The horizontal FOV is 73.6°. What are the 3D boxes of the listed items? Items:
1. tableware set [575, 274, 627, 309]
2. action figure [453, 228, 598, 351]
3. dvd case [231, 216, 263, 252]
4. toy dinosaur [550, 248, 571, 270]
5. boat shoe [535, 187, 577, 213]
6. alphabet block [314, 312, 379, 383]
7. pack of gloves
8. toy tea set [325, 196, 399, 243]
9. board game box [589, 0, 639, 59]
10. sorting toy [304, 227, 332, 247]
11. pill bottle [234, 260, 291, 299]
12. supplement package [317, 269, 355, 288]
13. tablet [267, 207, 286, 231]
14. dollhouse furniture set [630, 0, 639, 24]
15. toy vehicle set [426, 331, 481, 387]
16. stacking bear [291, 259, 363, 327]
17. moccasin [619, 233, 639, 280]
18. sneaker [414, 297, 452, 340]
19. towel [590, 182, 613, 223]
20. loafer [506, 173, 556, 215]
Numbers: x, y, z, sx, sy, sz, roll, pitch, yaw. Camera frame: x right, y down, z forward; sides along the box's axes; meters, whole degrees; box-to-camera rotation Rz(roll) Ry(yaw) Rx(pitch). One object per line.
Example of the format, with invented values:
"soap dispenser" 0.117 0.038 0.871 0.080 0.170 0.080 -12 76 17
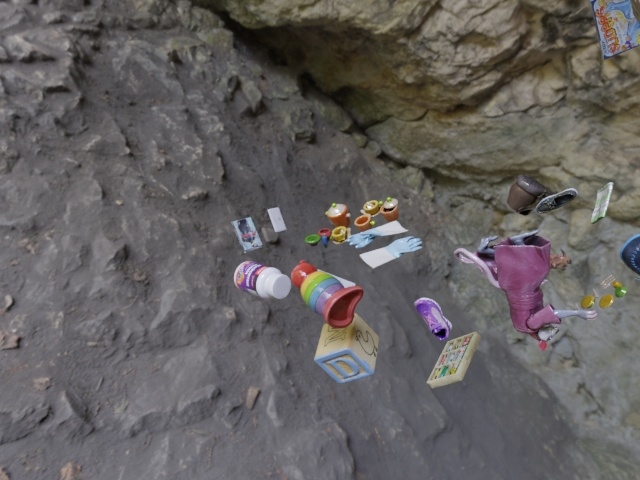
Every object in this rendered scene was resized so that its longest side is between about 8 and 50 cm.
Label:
"tableware set" 0.854 0.181 1.301 0.024 0.154 0.104 33 27 -4
"action figure" 0.604 0.163 1.272 0.248 0.276 0.370 -150 -136 -85
"dvd case" -0.262 -0.021 1.537 0.087 0.013 0.119 -19 85 -49
"toy dinosaur" 0.816 0.093 1.708 0.296 0.200 0.127 4 35 -19
"boat shoe" 0.789 -0.129 1.440 0.049 0.142 0.040 52 45 0
"alphabet block" 0.115 0.463 1.833 0.192 0.194 0.197 49 34 -24
"pack of gloves" 0.222 -0.006 1.471 0.195 0.232 0.046 44 -34 49
"toy tea set" 0.171 -0.123 1.865 0.200 0.336 0.124 -101 166 -56
"board game box" 0.923 -0.681 1.314 0.201 0.136 0.035 52 36 -29
"sorting toy" 0.000 0.000 1.380 0.061 0.102 0.042 24 -46 45
"pill bottle" -0.191 0.136 1.427 0.108 0.194 0.108 -11 105 -45
"supplement package" 0.039 0.201 1.828 0.179 0.105 0.105 22 -8 -12
"tablet" -0.148 -0.071 1.470 0.054 0.006 0.083 -17 86 -49
"dollhouse furniture set" 0.727 -0.461 0.849 0.129 0.129 0.183 15 57 -47
"toy vehicle set" 0.564 0.501 1.802 0.035 0.166 0.267 49 46 -1
"stacking bear" -0.004 0.186 1.641 0.164 0.175 0.289 0 26 -43
"moccasin" 0.828 0.078 0.908 0.342 0.137 0.116 19 29 2
"sneaker" 0.516 0.365 1.952 0.236 0.095 0.104 49 34 -14
"towel" 1.147 -0.151 1.749 0.023 0.151 0.113 19 -10 16
"loafer" 0.770 -0.166 1.604 0.366 0.130 0.134 -1 42 -52
